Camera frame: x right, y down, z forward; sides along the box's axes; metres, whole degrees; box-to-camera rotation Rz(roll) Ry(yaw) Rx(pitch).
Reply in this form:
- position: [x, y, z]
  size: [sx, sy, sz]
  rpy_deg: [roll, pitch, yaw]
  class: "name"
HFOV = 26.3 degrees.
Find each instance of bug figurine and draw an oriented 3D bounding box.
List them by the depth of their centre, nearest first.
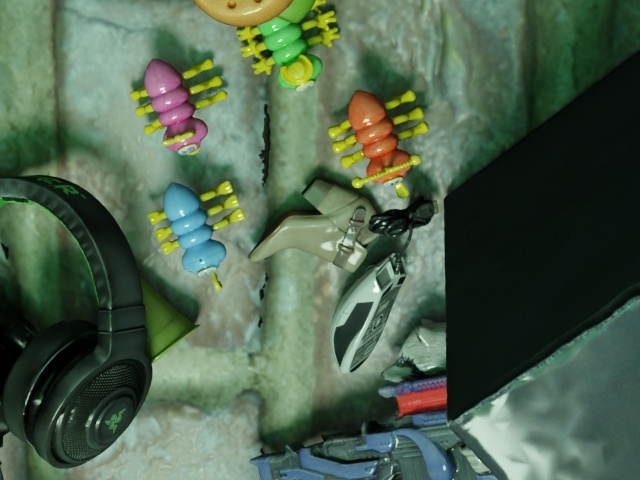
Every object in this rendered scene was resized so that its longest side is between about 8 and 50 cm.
- position: [-0.054, -0.093, 1.230]
  size: [0.279, 0.072, 0.216]
  rpy_deg: [-26, 94, 11]
  class: "bug figurine"

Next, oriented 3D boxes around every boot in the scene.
- position: [0.000, 0.000, 1.291]
  size: [0.087, 0.042, 0.118]
  rpy_deg: [40, 107, -11]
  class: "boot"

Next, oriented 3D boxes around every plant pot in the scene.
- position: [-0.173, 0.077, 1.316]
  size: [0.083, 0.083, 0.079]
  rpy_deg: [-39, 90, 15]
  class: "plant pot"

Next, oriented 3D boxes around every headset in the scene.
- position: [-0.259, 0.135, 1.298]
  size: [0.243, 0.185, 0.394]
  rpy_deg: [6, 96, 32]
  class: "headset"

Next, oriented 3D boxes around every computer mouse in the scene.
- position: [0.047, 0.042, 1.281]
  size: [0.042, 0.106, 0.193]
  rpy_deg: [31, 118, 16]
  class: "computer mouse"

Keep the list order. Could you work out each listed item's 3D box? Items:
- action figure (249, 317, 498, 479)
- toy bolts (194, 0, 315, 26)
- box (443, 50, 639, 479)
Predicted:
- position: [0.117, 0.233, 1.330]
  size: [0.341, 0.178, 0.330]
  rpy_deg: [-4, 103, 32]
  class: "action figure"
- position: [-0.111, -0.296, 1.119]
  size: [0.228, 0.158, 0.218]
  rpy_deg: [13, 94, 9]
  class: "toy bolts"
- position: [0.350, 0.126, 1.074]
  size: [0.297, 0.480, 0.472]
  rpy_deg: [-36, 102, 15]
  class: "box"
